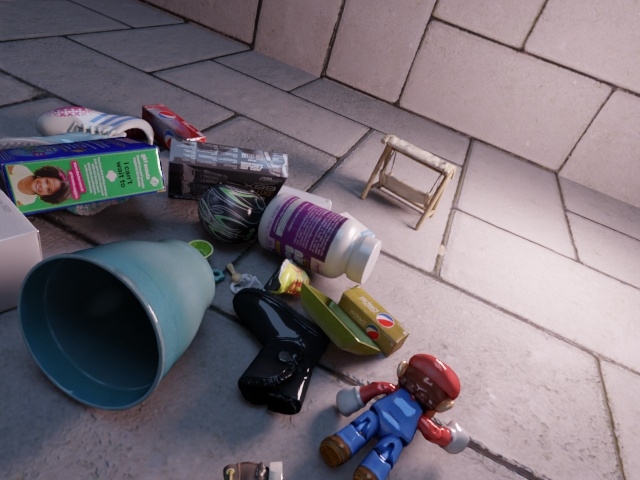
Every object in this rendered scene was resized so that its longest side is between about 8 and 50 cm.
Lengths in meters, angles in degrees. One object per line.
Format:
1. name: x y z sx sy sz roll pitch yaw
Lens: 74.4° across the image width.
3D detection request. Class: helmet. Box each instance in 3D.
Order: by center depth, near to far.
1. helmet: -0.244 -0.073 1.135 0.161 0.169 0.169 9 33 -43

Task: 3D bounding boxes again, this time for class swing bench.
1. swing bench: 0.319 -0.221 1.505 0.253 0.254 0.165 33 38 18

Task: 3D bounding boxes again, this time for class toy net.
1. toy net: -0.241 0.083 1.028 0.232 0.045 0.122 24 36 7

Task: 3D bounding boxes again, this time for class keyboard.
1. keyboard: -0.086 -0.152 1.441 0.256 0.014 0.072 17 41 -3

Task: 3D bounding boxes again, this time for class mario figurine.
1. mario figurine: 0.154 0.354 0.821 0.320 0.170 0.198 -28 92 -34

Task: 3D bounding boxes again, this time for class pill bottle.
1. pill bottle: 0.000 0.000 1.122 0.301 0.169 0.169 24 35 17

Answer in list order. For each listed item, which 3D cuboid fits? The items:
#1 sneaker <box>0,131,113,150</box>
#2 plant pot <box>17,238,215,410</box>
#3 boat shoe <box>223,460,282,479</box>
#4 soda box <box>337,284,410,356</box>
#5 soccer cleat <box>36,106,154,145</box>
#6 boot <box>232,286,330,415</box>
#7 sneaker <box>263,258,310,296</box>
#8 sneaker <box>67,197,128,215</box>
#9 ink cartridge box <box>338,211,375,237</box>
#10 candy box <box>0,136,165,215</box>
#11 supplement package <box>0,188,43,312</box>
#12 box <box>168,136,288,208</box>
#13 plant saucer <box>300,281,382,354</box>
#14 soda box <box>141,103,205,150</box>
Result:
1. sneaker: -0.733 -0.235 1.174 0.366 0.135 0.150 -6 30 -40
2. plant pot: -0.333 0.118 0.777 0.272 0.271 0.255 25 21 8
3. boat shoe: -0.107 0.454 0.544 0.097 0.116 0.324 4 38 -2
4. soda box: 0.127 0.194 1.037 0.061 0.058 0.181 -20 50 -42
5. soccer cleat: -0.694 -0.342 1.324 0.331 0.116 0.143 -7 42 -32
6. boot: -0.114 0.218 0.862 0.246 0.094 0.207 31 33 6
7. sneaker: -0.066 0.098 1.014 0.094 0.081 0.208 39 10 4
8. sneaker: -0.602 -0.114 1.126 0.076 0.065 0.166 20 29 31
9. ink cartridge box: 0.072 -0.013 1.257 0.090 0.092 0.143 -20 51 -42
10. candy box: -0.586 -0.170 1.026 0.317 0.122 0.268 -19 27 -36
11. supplement package: -0.694 0.047 0.757 0.177 0.175 0.293 36 38 24
12. box: -0.269 -0.181 1.198 0.307 0.242 0.076 5 73 -19
13. plant saucer: 0.037 0.189 0.949 0.188 0.045 0.188 43 1 30
14. soda box: -0.516 -0.378 1.473 0.263 0.092 0.083 38 40 24
